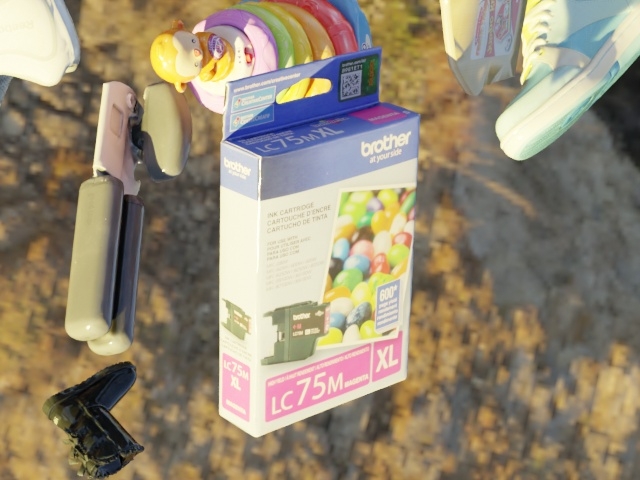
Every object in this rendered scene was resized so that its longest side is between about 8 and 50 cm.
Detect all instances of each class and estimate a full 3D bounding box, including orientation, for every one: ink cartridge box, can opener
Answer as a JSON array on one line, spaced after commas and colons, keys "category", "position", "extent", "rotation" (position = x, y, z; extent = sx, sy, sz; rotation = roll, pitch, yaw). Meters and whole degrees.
[{"category": "ink cartridge box", "position": [0.000, 0.000, 1.371], "extent": [0.186, 0.065, 0.311], "rotation": [-17, 116, -38]}, {"category": "can opener", "position": [-0.180, -0.033, 1.515], "extent": [0.076, 0.095, 0.283], "rotation": [44, 40, -52]}]

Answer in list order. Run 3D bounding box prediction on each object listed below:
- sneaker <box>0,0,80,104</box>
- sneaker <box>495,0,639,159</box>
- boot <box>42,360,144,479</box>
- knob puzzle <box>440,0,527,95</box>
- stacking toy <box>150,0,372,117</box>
[{"category": "sneaker", "position": [-0.296, -0.111, 1.096], "extent": [0.118, 0.292, 0.110], "rotation": [59, 26, -18]}, {"category": "sneaker", "position": [0.260, -0.247, 1.883], "extent": [0.319, 0.208, 0.127], "rotation": [-44, 173, -32]}, {"category": "boot", "position": [-0.220, 0.188, 1.651], "extent": [0.121, 0.099, 0.045], "rotation": [-26, 151, -34]}, {"category": "knob puzzle", "position": [0.147, -0.230, 1.463], "extent": [0.213, 0.030, 0.213], "rotation": [-42, 140, -49]}, {"category": "stacking toy", "position": [-0.078, -0.180, 1.594], "extent": [0.302, 0.165, 0.175], "rotation": [-2, 90, -63]}]
